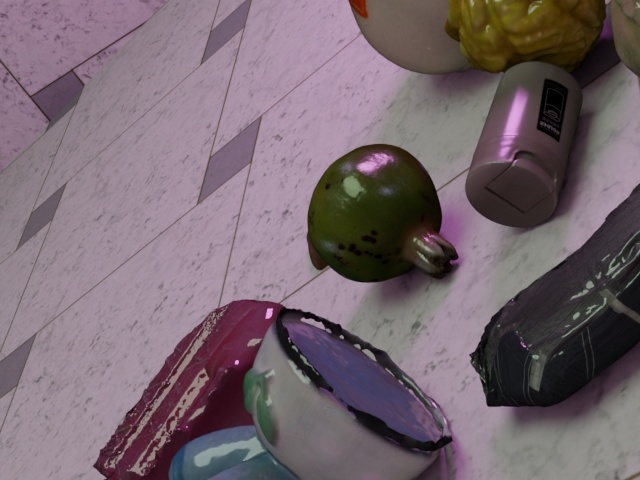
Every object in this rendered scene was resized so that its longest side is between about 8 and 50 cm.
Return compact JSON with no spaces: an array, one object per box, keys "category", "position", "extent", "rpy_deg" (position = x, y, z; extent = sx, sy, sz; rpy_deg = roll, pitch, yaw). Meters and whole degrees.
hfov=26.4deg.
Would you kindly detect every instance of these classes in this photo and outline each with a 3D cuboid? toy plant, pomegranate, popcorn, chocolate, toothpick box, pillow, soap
[{"category":"toy plant","position":[-0.044,0.266,1.472],"extent":[0.332,0.247,0.247],"rpy_deg":[-53,22,11]},{"category":"pomegranate","position":[0.086,-0.021,1.723],"extent":[0.209,0.180,0.180],"rpy_deg":[34,85,37]},{"category":"popcorn","position":[0.253,-0.301,1.718],"extent":[0.226,0.203,0.200],"rpy_deg":[-17,-28,-39]},{"category":"chocolate","position":[0.000,0.000,1.993],"extent":[0.064,0.031,0.101],"rpy_deg":[-46,25,21]},{"category":"toothpick box","position":[0.243,-0.114,1.624],"extent":[0.111,0.111,0.181],"rpy_deg":[-26,32,44]},{"category":"pillow","position":[0.279,0.048,1.341],"extent":[0.335,0.092,0.161],"rpy_deg":[-45,18,14]},{"category":"soap","position":[-0.147,0.222,1.806],"extent":[0.325,0.127,0.220],"rpy_deg":[-54,24,-11]}]

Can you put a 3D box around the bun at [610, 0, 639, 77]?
[{"category":"bun","position":[0.420,-0.284,1.517],"extent":[0.239,0.141,0.239],"rpy_deg":[-36,29,24]}]

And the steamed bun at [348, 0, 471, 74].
[{"category":"steamed bun","position":[0.159,-0.431,1.975],"extent":[0.374,0.241,0.375],"rpy_deg":[-167,90,-75]}]
